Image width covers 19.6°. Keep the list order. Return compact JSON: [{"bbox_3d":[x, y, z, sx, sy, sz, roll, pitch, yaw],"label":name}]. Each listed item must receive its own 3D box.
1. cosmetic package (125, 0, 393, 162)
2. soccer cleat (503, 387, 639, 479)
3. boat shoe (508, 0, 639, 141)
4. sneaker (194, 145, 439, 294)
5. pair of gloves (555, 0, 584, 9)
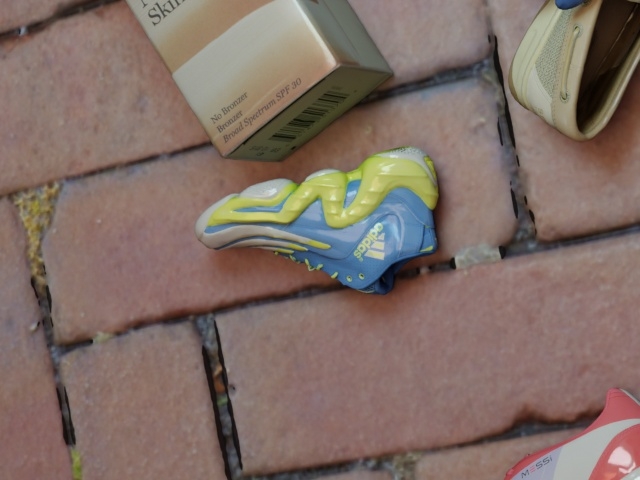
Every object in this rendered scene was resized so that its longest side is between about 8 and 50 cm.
[{"bbox_3d":[-0.085,-0.234,1.722,0.153,0.129,0.296,-38,75,20],"label":"cosmetic package"},{"bbox_3d":[0.180,0.258,1.628,0.318,0.108,0.116,-39,54,21],"label":"soccer cleat"},{"bbox_3d":[0.265,-0.227,1.562,0.098,0.109,0.302,46,115,49],"label":"boat shoe"},{"bbox_3d":[0.000,0.000,1.704,0.240,0.091,0.126,-17,84,22],"label":"sneaker"},{"bbox_3d":[0.218,-0.292,1.535,0.159,0.023,0.198,-16,71,45],"label":"pair of gloves"}]
